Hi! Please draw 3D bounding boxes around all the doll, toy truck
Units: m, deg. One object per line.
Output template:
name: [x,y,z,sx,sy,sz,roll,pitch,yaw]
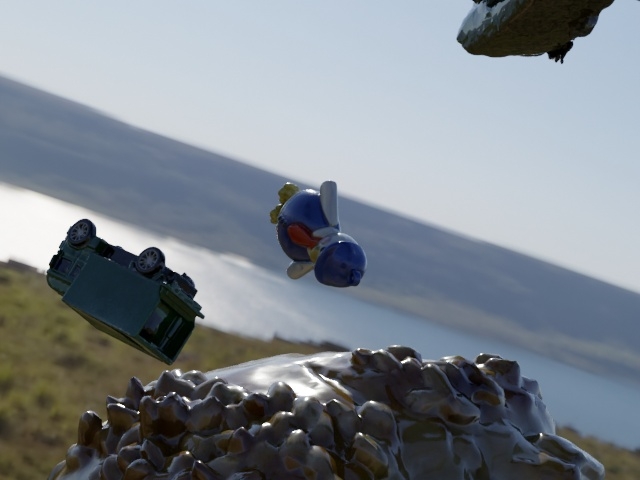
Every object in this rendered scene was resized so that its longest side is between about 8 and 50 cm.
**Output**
doll: [0.000,0.000,1.112,0.058,0.098,0.143,8,26,-34]
toy truck: [-0.172,0.041,1.114,0.147,0.079,0.065,23,-16,37]

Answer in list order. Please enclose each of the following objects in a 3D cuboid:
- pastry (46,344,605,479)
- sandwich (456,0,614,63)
pastry: [0.033,0.165,0.449,0.255,0.162,0.310,-15,65,-33]
sandwich: [0.176,-0.315,0.994,0.162,0.301,0.250,18,-24,-15]
